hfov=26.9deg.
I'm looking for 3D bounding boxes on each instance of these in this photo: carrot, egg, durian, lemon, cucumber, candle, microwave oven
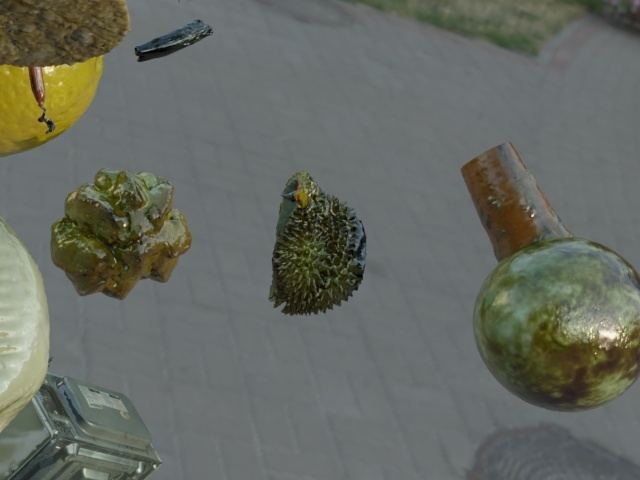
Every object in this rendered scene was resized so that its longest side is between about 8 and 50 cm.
[{"bbox_3d":[0.341,-0.009,2.209,0.302,0.139,0.139,58,31,6],"label":"carrot"},{"bbox_3d":[0.324,0.110,1.805,0.238,0.238,0.289,36,9,33],"label":"egg"},{"bbox_3d":[0.000,0.000,1.957,0.138,0.237,0.193,6,59,-1],"label":"durian"},{"bbox_3d":[-0.508,-0.286,2.088,0.336,0.336,0.336,17,23,-8],"label":"lemon"},{"bbox_3d":[-0.230,-0.311,2.102,0.135,0.033,0.034,-32,50,-27],"label":"cucumber"},{"bbox_3d":[-0.367,-0.220,1.723,0.026,0.167,0.021,-6,13,6],"label":"candle"},{"bbox_3d":[-0.351,0.277,1.765,0.145,0.194,0.240,56,13,31],"label":"microwave oven"}]

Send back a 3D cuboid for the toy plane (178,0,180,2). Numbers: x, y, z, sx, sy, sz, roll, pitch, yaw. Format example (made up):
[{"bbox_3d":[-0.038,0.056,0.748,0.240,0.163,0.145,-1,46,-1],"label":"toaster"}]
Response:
[{"bbox_3d":[-0.159,-0.334,1.615,0.102,0.040,0.111,12,64,14],"label":"toy plane"}]

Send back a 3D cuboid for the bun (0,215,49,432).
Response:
[{"bbox_3d":[-0.473,0.106,1.426,0.349,0.227,0.352,-18,81,-31],"label":"bun"}]

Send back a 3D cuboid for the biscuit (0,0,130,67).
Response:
[{"bbox_3d":[-0.315,-0.243,1.464,0.220,0.220,0.033,6,68,-31],"label":"biscuit"}]

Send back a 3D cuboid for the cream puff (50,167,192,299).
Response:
[{"bbox_3d":[-0.351,-0.009,2.364,0.196,0.244,0.244,8,12,35],"label":"cream puff"}]
